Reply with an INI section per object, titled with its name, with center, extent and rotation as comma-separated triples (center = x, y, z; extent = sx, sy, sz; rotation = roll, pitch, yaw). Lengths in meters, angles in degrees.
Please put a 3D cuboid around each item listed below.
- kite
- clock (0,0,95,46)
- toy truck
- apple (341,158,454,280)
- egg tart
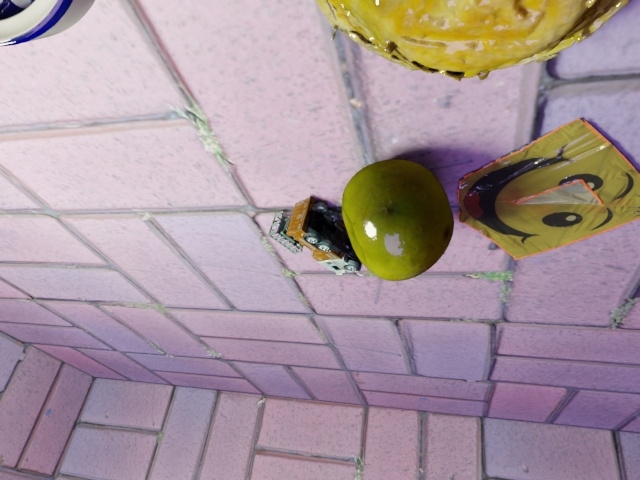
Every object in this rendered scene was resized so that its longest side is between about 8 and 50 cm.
[kite]
center = 0.394, -0.060, 0.786
extent = 0.328, 0.013, 0.377
rotation = 2, 147, 12
[clock]
center = -0.326, -0.308, 0.446
extent = 0.231, 0.083, 0.230
rotation = 1, 116, 1
[toy truck]
center = 0.000, 0.001, 0.936
extent = 0.115, 0.080, 0.178
rotation = -14, 140, 42
[apple]
center = 0.120, -0.034, 0.749
extent = 0.157, 0.196, 0.196
rotation = -29, 144, -4
[egg tart]
center = 0.143, -0.258, 0.427
extent = 0.342, 0.132, 0.341
rotation = 6, 148, 4
